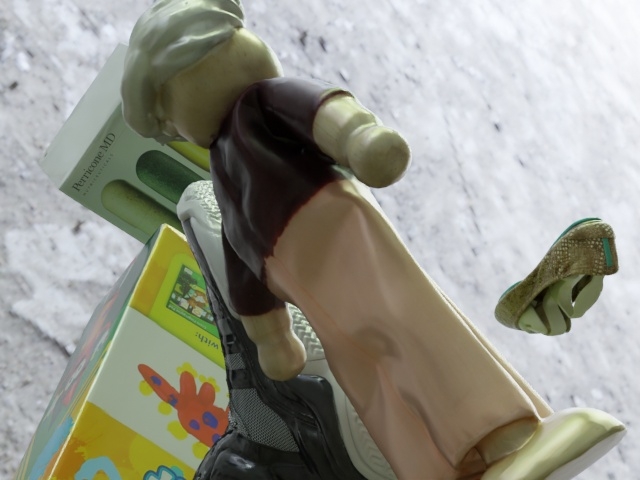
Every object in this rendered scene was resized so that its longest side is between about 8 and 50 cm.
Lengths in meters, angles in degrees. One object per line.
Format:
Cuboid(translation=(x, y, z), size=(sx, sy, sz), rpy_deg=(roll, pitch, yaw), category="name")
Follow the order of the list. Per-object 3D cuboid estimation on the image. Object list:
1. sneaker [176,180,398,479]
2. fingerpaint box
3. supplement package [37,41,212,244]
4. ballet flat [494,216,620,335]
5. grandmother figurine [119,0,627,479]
Cuboid(translation=(-0.044, 0.090, 0.772), size=(0.101, 0.153, 0.268), rpy_deg=(5, 40, -50), category="sneaker")
Cuboid(translation=(-0.049, 0.255, 1.085), size=(0.445, 0.163, 0.371), rpy_deg=(33, 36, -15), category="fingerpaint box")
Cuboid(translation=(-0.186, -0.092, 1.482), size=(0.263, 0.199, 0.198), rpy_deg=(34, 0, -25), category="supplement package")
Cuboid(translation=(0.230, 0.055, 1.144), size=(0.073, 0.206, 0.067), rpy_deg=(-5, 61, -18), category="ballet flat")
Cuboid(translation=(0.000, 0.000, 0.595), size=(0.104, 0.208, 0.342), rpy_deg=(-13, 58, -39), category="grandmother figurine")
